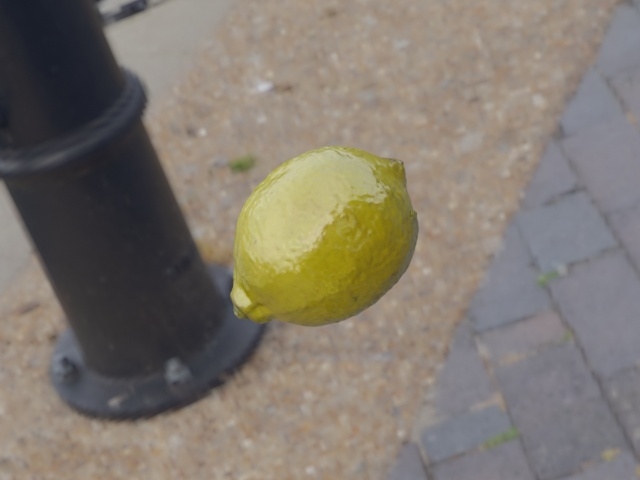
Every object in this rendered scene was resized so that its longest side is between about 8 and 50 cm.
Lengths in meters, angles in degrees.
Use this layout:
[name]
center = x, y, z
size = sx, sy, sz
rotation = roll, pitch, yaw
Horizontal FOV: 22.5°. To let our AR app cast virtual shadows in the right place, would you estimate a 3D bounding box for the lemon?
[lemon]
center = 0.000, 0.000, 0.590
size = 0.083, 0.062, 0.062
rotation = -43, 34, 5
